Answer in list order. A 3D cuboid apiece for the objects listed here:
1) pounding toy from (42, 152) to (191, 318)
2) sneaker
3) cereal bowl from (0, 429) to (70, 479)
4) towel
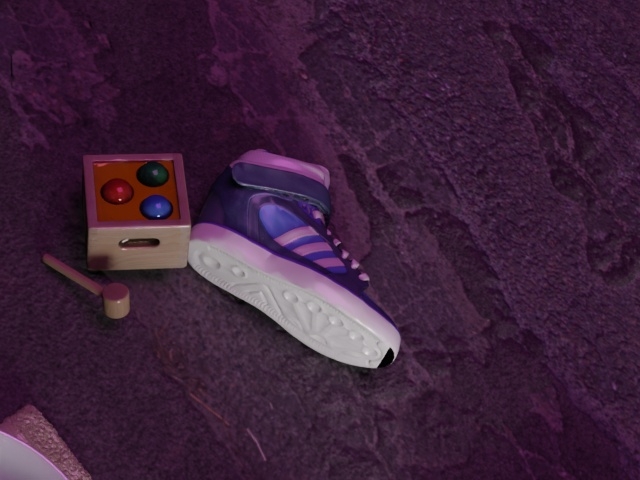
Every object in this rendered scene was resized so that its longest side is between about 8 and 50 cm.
[{"bbox_3d":[-0.255,-0.010,1.849,0.181,0.094,0.206,-2,49,-12],"label":"pounding toy"},{"bbox_3d":[0.000,0.000,1.978,0.322,0.130,0.236,30,55,2],"label":"sneaker"},{"bbox_3d":[-0.393,0.358,1.508,0.339,0.141,0.339,14,53,-20],"label":"cereal bowl"},{"bbox_3d":[-0.325,0.263,1.688,0.110,0.027,0.148,-30,75,-40],"label":"towel"}]
